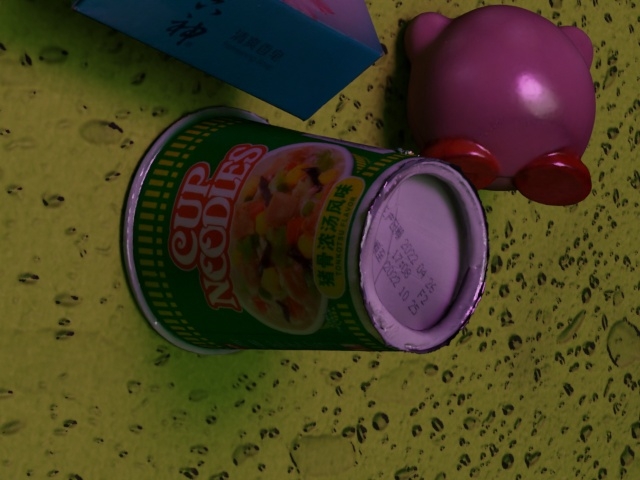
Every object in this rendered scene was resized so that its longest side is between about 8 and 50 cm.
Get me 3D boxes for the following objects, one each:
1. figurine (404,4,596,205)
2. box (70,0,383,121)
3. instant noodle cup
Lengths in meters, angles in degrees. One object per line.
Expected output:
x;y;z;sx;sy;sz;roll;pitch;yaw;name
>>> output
0.157;-0.124;1.560;0.173;0.173;0.173;-5;97;-44;figurine
-0.079;-0.206;1.323;0.245;0.092;0.153;21;39;-43;box
0.000;0.000;1.367;0.207;0.232;0.207;-5;97;-45;instant noodle cup
